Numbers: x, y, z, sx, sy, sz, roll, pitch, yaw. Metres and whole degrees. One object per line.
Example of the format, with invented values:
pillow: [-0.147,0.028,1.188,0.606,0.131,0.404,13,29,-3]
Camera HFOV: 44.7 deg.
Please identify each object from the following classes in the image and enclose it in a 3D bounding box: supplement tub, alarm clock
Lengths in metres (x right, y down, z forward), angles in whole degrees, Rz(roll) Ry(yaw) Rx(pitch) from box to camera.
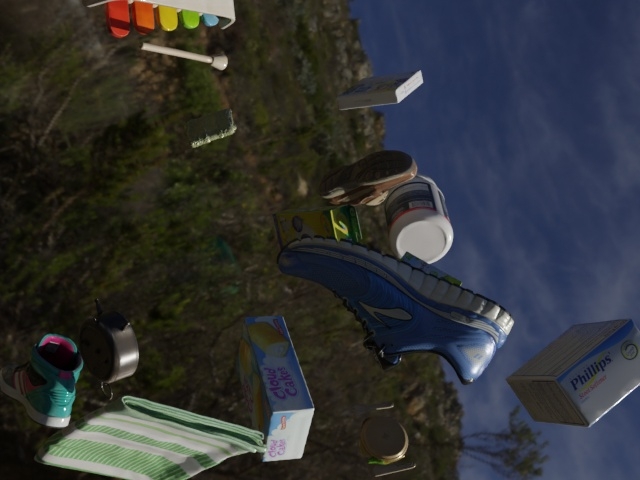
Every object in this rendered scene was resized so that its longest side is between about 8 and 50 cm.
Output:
supplement tub: [0.296,-0.070,2.390,0.272,0.191,0.191,-90,177,-56]
alarm clock: [-0.397,0.215,1.443,0.129,0.064,0.192,26,-59,36]

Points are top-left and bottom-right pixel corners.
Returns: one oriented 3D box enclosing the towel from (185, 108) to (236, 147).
towel: [-0.235,-0.242,1.649,0.148,0.110,0.027,-112,-178,-62]

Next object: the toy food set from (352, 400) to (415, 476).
toy food set: [0.157,0.505,1.975,0.039,0.132,0.192,107,-28,-49]

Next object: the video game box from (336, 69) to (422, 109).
video game box: [0.179,-0.453,2.340,0.205,0.187,0.048,0,-64,34]

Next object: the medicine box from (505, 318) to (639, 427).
medicine box: [0.671,0.341,2.011,0.149,0.263,0.289,56,-15,1]

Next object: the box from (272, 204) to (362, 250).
box: [0.000,0.000,1.226,0.179,0.043,0.105,-3,-77,50]

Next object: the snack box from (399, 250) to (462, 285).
snack box: [0.223,0.095,1.685,0.141,0.100,0.037,30,-46,13]

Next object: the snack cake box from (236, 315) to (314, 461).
snack cake box: [-0.099,0.300,1.604,0.264,0.089,0.152,-115,-149,-48]

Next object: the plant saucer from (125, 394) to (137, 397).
plant saucer: [-0.407,0.377,1.710,0.083,0.015,0.083,7,-77,32]

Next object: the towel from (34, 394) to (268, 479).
towel: [-0.266,0.317,1.187,0.325,0.247,0.038,-31,-135,43]

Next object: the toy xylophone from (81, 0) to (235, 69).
toy xylophone: [-0.266,-0.422,1.353,0.081,0.322,0.236,-5,-97,42]

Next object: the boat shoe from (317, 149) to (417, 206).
boat shoe: [0.144,-0.164,2.198,0.324,0.123,0.116,-10,-45,41]

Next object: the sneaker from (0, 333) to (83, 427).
sneaker: [-0.647,0.295,1.800,0.295,0.123,0.179,19,-89,44]

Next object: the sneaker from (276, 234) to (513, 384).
sneaker: [0.082,0.095,1.052,0.330,0.147,0.130,24,-2,14]
